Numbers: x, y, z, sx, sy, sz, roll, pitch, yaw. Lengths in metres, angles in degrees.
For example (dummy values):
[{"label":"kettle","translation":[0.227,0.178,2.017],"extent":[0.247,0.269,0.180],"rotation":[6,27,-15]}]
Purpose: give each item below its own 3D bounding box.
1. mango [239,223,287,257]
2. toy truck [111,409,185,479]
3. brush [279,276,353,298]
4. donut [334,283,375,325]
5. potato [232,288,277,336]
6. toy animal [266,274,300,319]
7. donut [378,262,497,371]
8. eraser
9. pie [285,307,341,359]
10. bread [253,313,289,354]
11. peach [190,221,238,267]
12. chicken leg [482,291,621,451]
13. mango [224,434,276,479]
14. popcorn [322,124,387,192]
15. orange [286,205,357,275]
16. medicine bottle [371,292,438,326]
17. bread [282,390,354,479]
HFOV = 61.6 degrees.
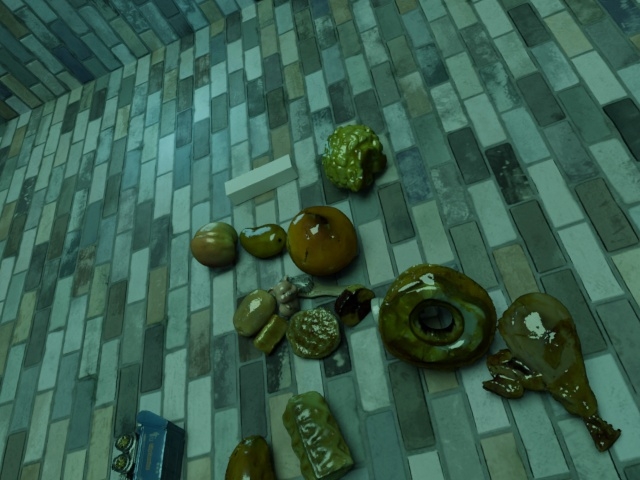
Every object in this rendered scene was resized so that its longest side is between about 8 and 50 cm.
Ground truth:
[{"label":"mango","translation":[-0.218,-0.001,2.011],"extent":[0.227,0.099,0.136],"rotation":[5,66,38]},{"label":"toy truck","translation":[-0.536,0.720,1.657],"extent":[0.175,0.146,0.367],"rotation":[-12,54,14]},{"label":"brush","translation":[-0.008,0.160,1.823],"extent":[0.327,0.065,0.070],"rotation":[3,58,26]},{"label":"donut","translation":[0.105,0.199,1.698],"extent":[0.140,0.140,0.059],"rotation":[-43,42,-5]},{"label":"potato","translation":[-0.227,0.248,1.841],"extent":[0.118,0.109,0.178],"rotation":[40,85,4]},{"label":"toy animal","translation":[-0.116,0.197,1.805],"extent":[0.089,0.150,0.083],"rotation":[-4,16,32]},{"label":"donut","translation":[0.321,0.215,1.488],"extent":[0.330,0.160,0.330],"rotation":[-1,86,8]},{"label":"eraser","translation":[-0.242,-0.246,2.194],"extent":[0.298,0.078,0.076],"rotation":[-23,52,11]},{"label":"pie","translation":[-0.022,0.300,1.728],"extent":[0.193,0.079,0.163],"rotation":[-8,70,25]},{"label":"bread","translation":[-0.164,0.312,1.790],"extent":[0.132,0.074,0.053],"rotation":[-50,15,-15]},{"label":"peach","translation":[-0.403,0.016,2.042],"extent":[0.184,0.184,0.184],"rotation":[-13,54,18]},{"label":"chicken leg","translation":[0.572,0.353,1.375],"extent":[0.295,0.182,0.409],"rotation":[-35,66,13]},{"label":"mango","translation":[-0.195,0.682,1.529],"extent":[0.156,0.151,0.249],"rotation":[5,51,-7]},{"label":"popcorn","translation":[0.125,-0.293,1.975],"extent":[0.237,0.206,0.251],"rotation":[-21,63,-6]},{"label":"orange","translation":[0.000,0.000,1.813],"extent":[0.246,0.246,0.246],"rotation":[-13,54,18]},{"label":"medicine bottle","translation":[0.256,0.200,1.639],"extent":[0.186,0.103,0.103],"rotation":[-17,53,16]},{"label":"bread","translation":[-0.016,0.554,1.524],"extent":[0.152,0.130,0.268],"rotation":[-36,49,6]}]
